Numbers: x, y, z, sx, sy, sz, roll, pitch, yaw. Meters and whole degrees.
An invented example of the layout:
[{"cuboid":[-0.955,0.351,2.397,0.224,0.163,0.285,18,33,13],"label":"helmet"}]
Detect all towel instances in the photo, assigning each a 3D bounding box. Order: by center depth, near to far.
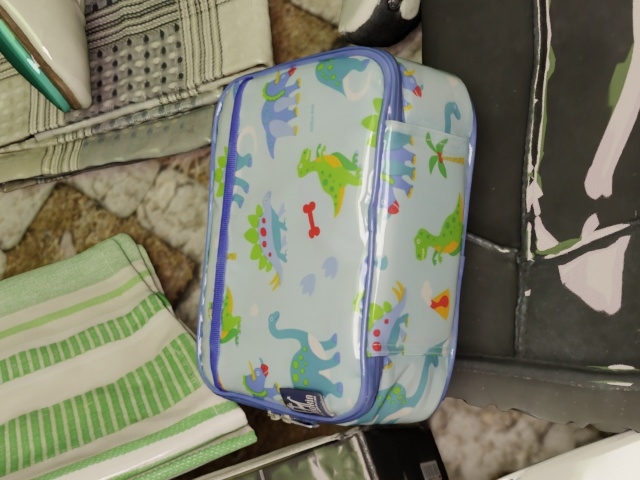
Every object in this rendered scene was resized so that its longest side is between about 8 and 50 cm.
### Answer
[{"cuboid":[-0.212,0.100,0.719,0.247,0.038,0.325,-21,30,-17],"label":"towel"},{"cuboid":[-0.195,-0.222,0.921,0.312,0.056,0.324,-11,75,15],"label":"towel"}]

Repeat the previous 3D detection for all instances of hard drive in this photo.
[{"cuboid":[-0.089,0.212,0.686,0.339,0.237,0.064,-23,74,12],"label":"hard drive"}]

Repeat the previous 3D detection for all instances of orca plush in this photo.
[{"cuboid":[0.105,-0.291,0.843,0.151,0.102,0.287,-23,50,59],"label":"orca plush"}]

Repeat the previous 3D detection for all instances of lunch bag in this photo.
[{"cuboid":[0.000,0.000,0.591,0.176,0.090,0.219,4,88,49],"label":"lunch bag"}]

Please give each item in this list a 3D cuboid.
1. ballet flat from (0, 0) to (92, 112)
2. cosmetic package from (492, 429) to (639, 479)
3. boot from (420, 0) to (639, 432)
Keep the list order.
[{"cuboid":[-0.310,-0.274,0.899,0.400,0.139,0.139,40,91,26],"label":"ballet flat"},{"cuboid":[0.190,0.335,0.614,0.217,0.156,0.385,-23,70,11],"label":"cosmetic package"},{"cuboid":[0.083,-0.122,0.664,0.367,0.146,0.445,4,100,28],"label":"boot"}]
